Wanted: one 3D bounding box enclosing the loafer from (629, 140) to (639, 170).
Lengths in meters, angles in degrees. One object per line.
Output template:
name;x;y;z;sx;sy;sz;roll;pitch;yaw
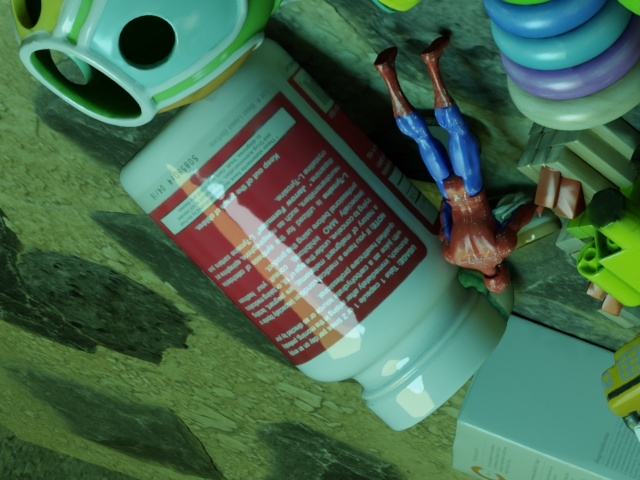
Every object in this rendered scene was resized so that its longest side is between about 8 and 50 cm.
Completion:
loafer;0.351;-0.086;1.737;0.050;0.056;0.148;38;156;-19

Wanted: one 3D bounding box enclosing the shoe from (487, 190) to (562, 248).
shoe;0.194;-0.020;2.031;0.058;0.076;0.219;66;160;-7

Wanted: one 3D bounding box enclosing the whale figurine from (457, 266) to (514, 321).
whale figurine;0.110;0.054;2.205;0.216;0.141;0.272;10;157;46

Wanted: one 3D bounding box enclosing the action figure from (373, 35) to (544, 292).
action figure;0.152;-0.084;1.875;0.091;0.139;0.280;-8;114;30

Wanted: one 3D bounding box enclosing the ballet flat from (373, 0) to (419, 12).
ballet flat;0.016;-0.288;1.632;0.231;0.077;0.077;33;137;-26

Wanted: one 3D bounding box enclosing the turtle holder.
turtle holder;-0.187;-0.254;1.702;0.243;0.227;0.320;11;155;34

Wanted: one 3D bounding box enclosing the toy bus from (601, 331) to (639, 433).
toy bus;0.450;0.170;2.020;0.333;0.130;0.108;25;134;-34

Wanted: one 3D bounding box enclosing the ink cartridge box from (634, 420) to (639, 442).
ink cartridge box;0.472;0.191;1.863;0.117;0.283;0.207;0;122;53

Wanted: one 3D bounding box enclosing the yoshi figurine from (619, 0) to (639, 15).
yoshi figurine;0.299;-0.230;1.145;0.203;0.203;0.362;57;138;16

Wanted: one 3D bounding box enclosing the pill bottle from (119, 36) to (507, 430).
pill bottle;0.000;0.000;1.958;0.407;0.229;0.229;46;156;-6

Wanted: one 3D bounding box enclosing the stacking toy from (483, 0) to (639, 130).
stacking toy;0.171;-0.243;1.490;0.141;0.141;0.330;10;148;35

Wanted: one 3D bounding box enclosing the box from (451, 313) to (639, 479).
box;0.360;0.258;2.385;0.345;0.168;0.215;21;159;10

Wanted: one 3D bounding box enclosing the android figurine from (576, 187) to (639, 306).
android figurine;0.382;0.004;1.784;0.248;0.056;0.273;-27;142;32

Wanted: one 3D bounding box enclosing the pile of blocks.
pile of blocks;0.320;0.005;1.910;0.149;0.112;0.362;9;154;37

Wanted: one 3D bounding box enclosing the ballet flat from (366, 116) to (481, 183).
ballet flat;0.089;-0.098;2.019;0.250;0.058;0.084;-15;118;52
